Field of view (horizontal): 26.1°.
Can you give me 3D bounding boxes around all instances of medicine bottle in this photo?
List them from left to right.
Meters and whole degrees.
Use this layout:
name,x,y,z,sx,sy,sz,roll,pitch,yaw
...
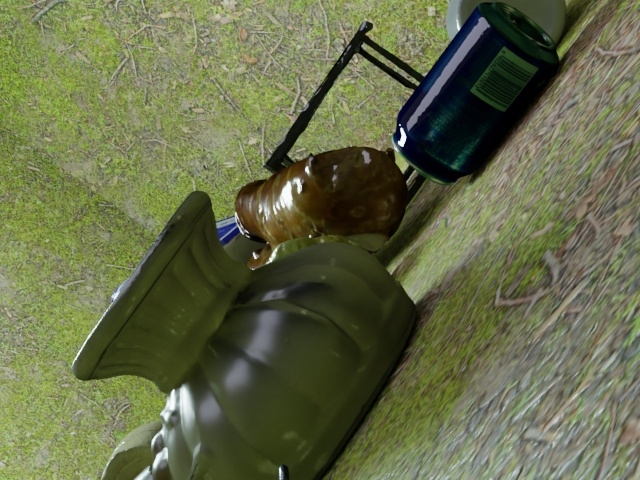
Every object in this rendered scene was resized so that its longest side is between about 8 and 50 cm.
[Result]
name,x,y,z,sx,sy,sz,roll,pitch,yaw
medicine bottle,0.236,-0.292,1.811,0.144,0.144,0.252,-54,4,4

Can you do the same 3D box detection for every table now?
name,x,y,z,sx,sy,sz,roll,pitch,yaw
table,0.079,-0.173,2.221,0.272,0.222,0.335,-55,3,4

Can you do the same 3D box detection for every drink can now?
name,x,y,z,sx,sy,sz,roll,pitch,yaw
drink can,0.175,-0.168,1.588,0.205,0.118,0.118,-52,3,24

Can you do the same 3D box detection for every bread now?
name,x,y,z,sx,sy,sz,roll,pitch,yaw
bread,-0.244,0.352,2.019,0.134,0.148,0.141,-35,5,5

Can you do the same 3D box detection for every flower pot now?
name,x,y,z,sx,sy,sz,roll,pitch,yaw
flower pot,-0.083,0.108,1.319,0.307,0.244,0.307,-54,1,2

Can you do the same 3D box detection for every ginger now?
name,x,y,z,sx,sy,sz,roll,pitch,yaw
ginger,0.000,0.000,1.910,0.176,0.254,0.418,-10,-8,-28

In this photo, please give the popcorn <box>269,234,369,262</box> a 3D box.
name,x,y,z,sx,sy,sz,roll,pitch,yaw
popcorn,0.009,0.061,1.705,0.135,0.162,0.141,-19,38,12

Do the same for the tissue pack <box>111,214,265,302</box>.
name,x,y,z,sx,sy,sz,roll,pitch,yaw
tissue pack,-0.172,0.060,2.194,0.269,0.137,0.209,-18,17,44

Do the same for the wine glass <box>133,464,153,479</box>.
name,x,y,z,sx,sy,sz,roll,pitch,yaw
wine glass,-0.212,0.372,1.518,0.241,0.126,0.126,-57,3,0

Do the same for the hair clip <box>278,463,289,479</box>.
name,x,y,z,sx,sy,sz,roll,pitch,yaw
hair clip,-0.049,0.263,0.902,0.230,0.070,0.039,-62,6,0
